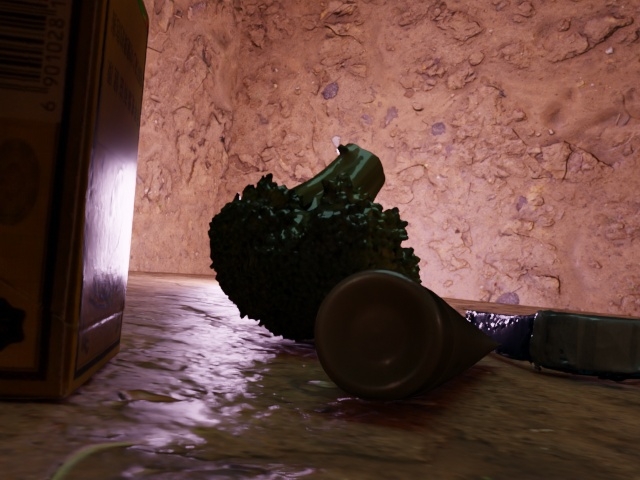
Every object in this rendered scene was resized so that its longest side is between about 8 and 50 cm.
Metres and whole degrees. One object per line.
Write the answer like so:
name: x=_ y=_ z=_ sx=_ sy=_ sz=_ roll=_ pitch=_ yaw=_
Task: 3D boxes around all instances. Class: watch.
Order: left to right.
watch: x=0.338 y=0.126 z=0.770 sx=0.276 sy=0.068 sz=0.274 roll=4 pitch=-7 yaw=-4

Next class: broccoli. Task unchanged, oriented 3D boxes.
broccoli: x=-0.003 y=0.020 z=0.771 sx=0.259 sy=0.236 sz=0.288 roll=-26 pitch=22 yaw=-39

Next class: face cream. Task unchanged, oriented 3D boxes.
face cream: x=0.081 y=0.088 z=0.547 sx=0.137 sy=0.084 sz=0.341 roll=-6 pitch=-12 yaw=16

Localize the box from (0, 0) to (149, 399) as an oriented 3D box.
box: x=-0.187 y=-0.056 z=0.464 sx=0.083 sy=0.302 sz=0.193 roll=5 pitch=-2 yaw=-7
